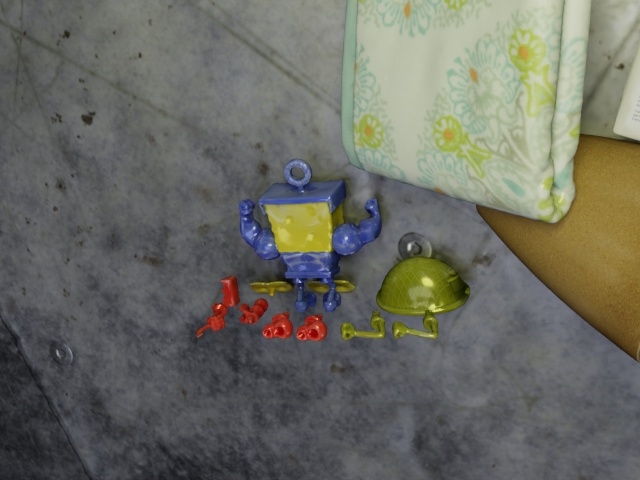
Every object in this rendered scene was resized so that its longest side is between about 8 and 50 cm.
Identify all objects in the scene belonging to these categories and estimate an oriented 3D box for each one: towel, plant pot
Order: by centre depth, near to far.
[{"bbox_3d":[0.147,-0.230,1.036,0.321,0.090,0.374,24,120,51],"label":"towel"},{"bbox_3d":[0.316,-0.025,1.081,0.254,0.237,0.237,32,122,27],"label":"plant pot"}]

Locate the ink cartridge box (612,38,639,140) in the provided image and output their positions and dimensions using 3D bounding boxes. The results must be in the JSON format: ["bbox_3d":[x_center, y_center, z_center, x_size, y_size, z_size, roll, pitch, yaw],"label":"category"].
[{"bbox_3d":[0.447,-0.227,0.983,0.197,0.114,0.272,18,119,16],"label":"ink cartridge box"}]

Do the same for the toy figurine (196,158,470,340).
[{"bbox_3d":[0.000,0.000,1.245,0.363,0.191,0.217,-2,106,23],"label":"toy figurine"}]
